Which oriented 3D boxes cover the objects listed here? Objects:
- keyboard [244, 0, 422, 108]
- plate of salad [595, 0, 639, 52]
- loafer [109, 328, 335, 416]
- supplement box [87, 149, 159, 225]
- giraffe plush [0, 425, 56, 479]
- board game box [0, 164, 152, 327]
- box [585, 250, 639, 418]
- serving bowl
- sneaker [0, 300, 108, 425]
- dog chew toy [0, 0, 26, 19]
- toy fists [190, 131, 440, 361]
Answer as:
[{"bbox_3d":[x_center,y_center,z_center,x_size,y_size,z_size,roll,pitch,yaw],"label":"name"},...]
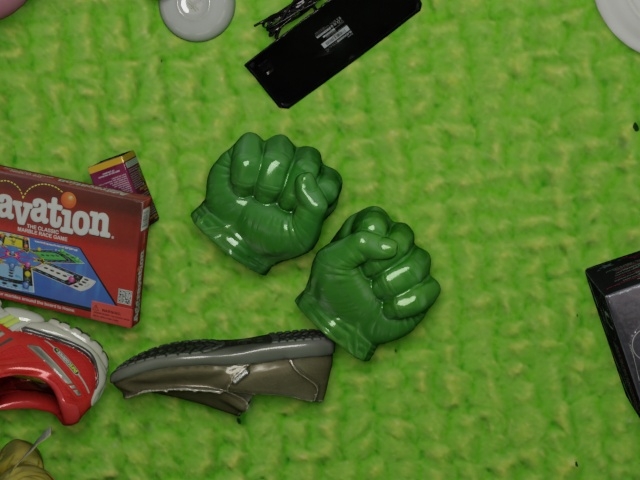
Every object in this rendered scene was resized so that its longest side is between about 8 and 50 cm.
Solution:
[{"bbox_3d":[0.006,-0.232,1.364,0.192,0.038,0.100,-35,119,8],"label":"keyboard"},{"bbox_3d":[0.375,-0.285,1.316,0.200,0.048,0.200,0,109,-1],"label":"plate of salad"},{"bbox_3d":[-0.106,0.154,1.400,0.251,0.094,0.087,-6,95,5],"label":"loafer"},{"bbox_3d":[-0.214,-0.051,1.392,0.043,0.055,0.083,-19,98,8],"label":"supplement box"},{"bbox_3d":[-0.301,0.321,1.412,0.210,0.181,0.170,-39,108,26],"label":"giraffe plush"},{"bbox_3d":[-0.324,-0.004,1.388,0.281,0.027,0.145,12,106,13],"label":"board game box"},{"bbox_3d":[0.424,0.076,1.327,0.247,0.142,0.163,-19,98,7],"label":"box"},{"bbox_3d":[-0.133,-0.253,1.365,0.083,0.027,0.083,0,99,3],"label":"serving bowl"},{"bbox_3d":[-0.371,0.125,1.384,0.279,0.118,0.107,16,138,2],"label":"sneaker"},{"bbox_3d":[-0.373,-0.299,1.278,0.332,0.206,0.206,-14,99,8],"label":"dog chew toy"},{"bbox_3d":[0.000,0.000,1.367,0.279,0.096,0.142,39,99,-2],"label":"toy fists"}]
